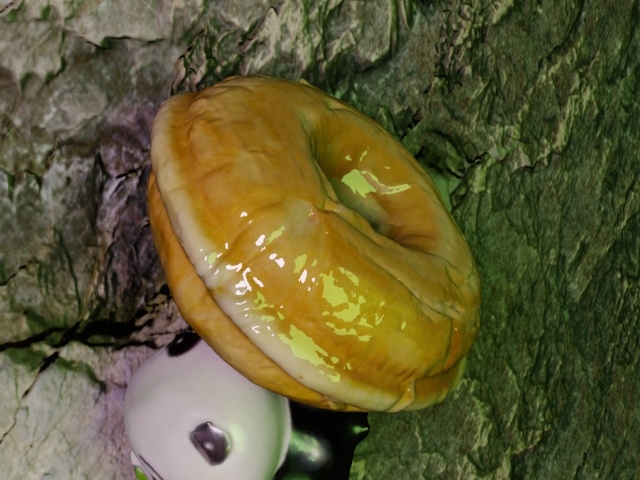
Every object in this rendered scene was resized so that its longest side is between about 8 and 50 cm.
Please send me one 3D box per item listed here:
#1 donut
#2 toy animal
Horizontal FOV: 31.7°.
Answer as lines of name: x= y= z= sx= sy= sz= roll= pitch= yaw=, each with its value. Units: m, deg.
donut: x=0.000 y=0.000 z=1.231 sx=0.449 sy=0.198 sz=0.449 roll=36 pitch=28 yaw=-23
toy animal: x=-0.102 y=0.220 z=1.237 sx=0.267 sy=0.213 sz=0.212 roll=27 pitch=74 yaw=-41
